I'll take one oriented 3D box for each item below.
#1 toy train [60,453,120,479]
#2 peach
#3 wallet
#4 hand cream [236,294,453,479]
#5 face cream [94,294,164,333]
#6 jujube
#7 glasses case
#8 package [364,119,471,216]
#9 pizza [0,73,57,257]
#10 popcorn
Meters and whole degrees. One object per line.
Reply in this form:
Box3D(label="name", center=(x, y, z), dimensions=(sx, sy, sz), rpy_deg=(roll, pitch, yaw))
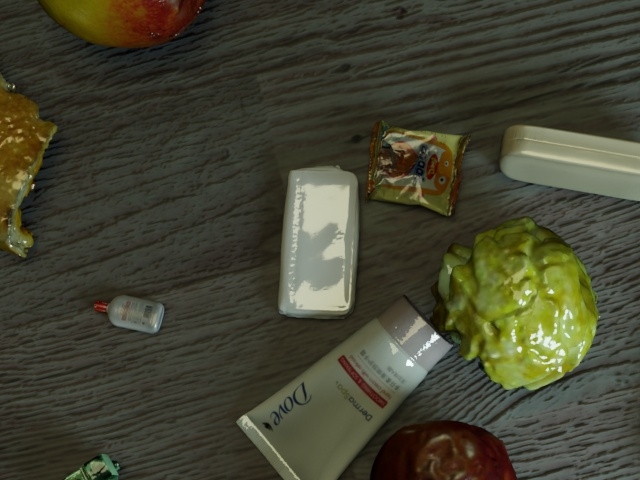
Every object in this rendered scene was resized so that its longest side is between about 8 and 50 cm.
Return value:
Box3D(label="toy train", center=(-0.268, 0.276, 1.158), dimensions=(0.083, 0.053, 0.033), rpy_deg=(-32, 73, -5))
Box3D(label="peach", center=(-0.243, -0.344, 1.250), dimensions=(0.231, 0.231, 0.230), rpy_deg=(-2, 73, 6))
Box3D(label="wallet", center=(0.000, 0.000, 1.218), dimensions=(0.095, 0.033, 0.189), rpy_deg=(4, 74, 6))
Box3D(label="hand cream", center=(0.030, 0.170, 1.148), dimensions=(0.248, 0.083, 0.133), rpy_deg=(-45, 71, 3))
Box3D(label="face cream", center=(-0.232, 0.086, 1.226), dimensions=(0.083, 0.021, 0.040), rpy_deg=(11, 75, 10))
Box3D(label="jujube", center=(0.126, 0.314, 1.045), dimensions=(0.184, 0.183, 0.243), rpy_deg=(0, 66, 7))
Box3D(label="glasses case", center=(0.306, -0.090, 1.181), dimensions=(0.196, 0.083, 0.050), rpy_deg=(11, 76, 8))
Box3D(label="package", center=(0.113, -0.088, 1.231), dimensions=(0.121, 0.031, 0.108), rpy_deg=(10, 75, 9))
Box3D(label="pizza", center=(-0.444, -0.138, 1.292), dimensions=(0.182, 0.074, 0.365), rpy_deg=(-39, 73, -3))
Box3D(label="popcorn", center=(0.202, 0.065, 1.110), dimensions=(0.213, 0.198, 0.197), rpy_deg=(18, 75, 36))
